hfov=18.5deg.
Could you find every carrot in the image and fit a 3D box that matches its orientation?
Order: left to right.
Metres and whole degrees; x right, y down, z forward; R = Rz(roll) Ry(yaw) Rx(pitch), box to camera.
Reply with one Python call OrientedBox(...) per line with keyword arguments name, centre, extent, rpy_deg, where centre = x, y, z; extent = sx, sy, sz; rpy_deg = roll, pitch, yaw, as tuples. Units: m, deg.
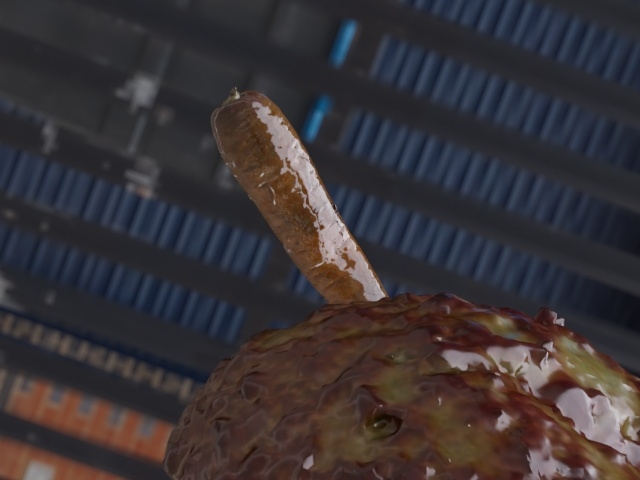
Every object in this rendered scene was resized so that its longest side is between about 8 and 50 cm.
OrientedBox(name="carrot", centre=(-0.001, 0.000, 0.908), extent=(0.036, 0.165, 0.035), rpy_deg=(-28, -161, 11))

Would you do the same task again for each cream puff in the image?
OrientedBox(name="cream puff", centre=(0.041, 0.070, 0.347), extent=(0.084, 0.149, 0.149), rpy_deg=(-38, -161, 28))
